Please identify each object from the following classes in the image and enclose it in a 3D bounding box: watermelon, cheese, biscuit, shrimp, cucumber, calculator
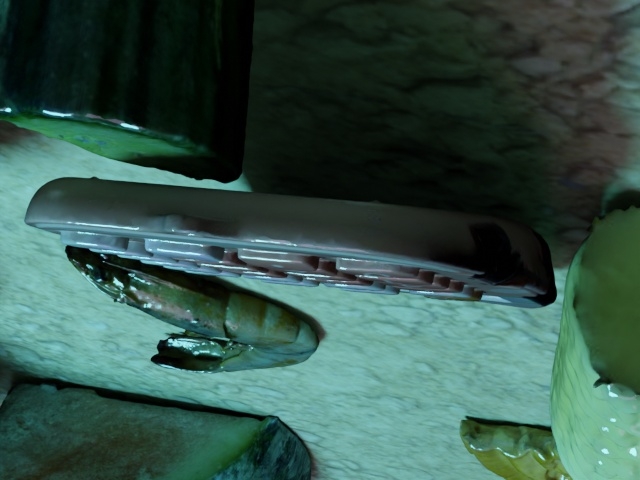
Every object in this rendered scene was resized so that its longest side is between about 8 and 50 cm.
[{"bbox_3d":[-0.208,0.223,1.328,0.387,0.258,0.228,-26,142,-14],"label":"watermelon"},{"bbox_3d":[0.173,0.065,0.816,0.094,0.123,0.167,-4,153,2],"label":"cheese"},{"bbox_3d":[0.221,0.175,1.149,0.224,0.033,0.144,4,155,24],"label":"biscuit"},{"bbox_3d":[-0.103,0.055,1.064,0.195,0.035,0.148,22,158,-22],"label":"shrimp"},{"bbox_3d":[-0.071,-0.088,0.627,0.116,0.115,0.062,16,160,-34],"label":"cucumber"},{"bbox_3d":[0.000,0.000,0.743,0.220,0.048,0.329,7,179,18],"label":"calculator"}]
